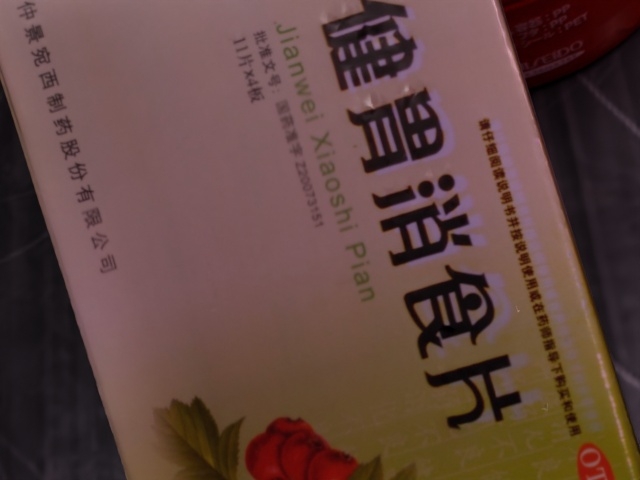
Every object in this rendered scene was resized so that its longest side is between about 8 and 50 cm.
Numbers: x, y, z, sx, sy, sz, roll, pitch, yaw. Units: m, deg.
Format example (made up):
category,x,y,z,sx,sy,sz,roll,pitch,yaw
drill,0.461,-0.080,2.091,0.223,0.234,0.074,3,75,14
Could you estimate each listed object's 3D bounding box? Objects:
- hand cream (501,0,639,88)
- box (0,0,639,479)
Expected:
category,x,y,z,sx,sy,sz,roll,pitch,yaw
hand cream,0.063,-0.168,0.693,0.193,0.125,0.193,-8,60,14
box,-0.001,-0.001,0.581,0.175,0.062,0.260,-17,90,9
